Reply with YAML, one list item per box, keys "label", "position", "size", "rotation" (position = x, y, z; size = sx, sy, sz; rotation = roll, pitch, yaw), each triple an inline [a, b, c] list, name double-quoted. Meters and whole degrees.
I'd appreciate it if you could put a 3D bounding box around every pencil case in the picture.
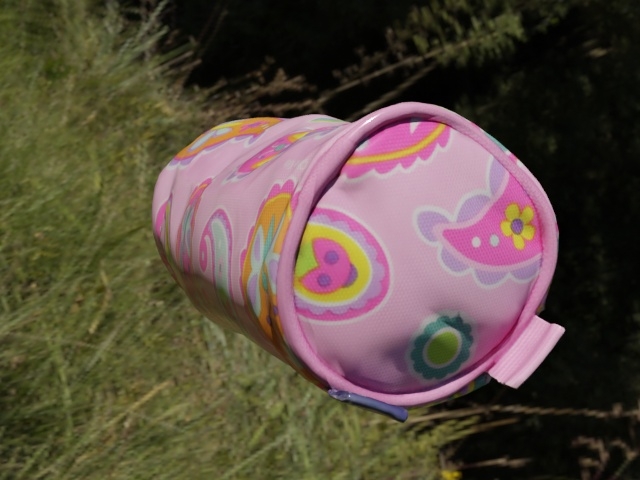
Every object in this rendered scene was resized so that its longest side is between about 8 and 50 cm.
- label: "pencil case"
  position: [0.000, 0.000, 0.527]
  size: [0.124, 0.284, 0.124]
  rotation: [-2, 96, -19]
